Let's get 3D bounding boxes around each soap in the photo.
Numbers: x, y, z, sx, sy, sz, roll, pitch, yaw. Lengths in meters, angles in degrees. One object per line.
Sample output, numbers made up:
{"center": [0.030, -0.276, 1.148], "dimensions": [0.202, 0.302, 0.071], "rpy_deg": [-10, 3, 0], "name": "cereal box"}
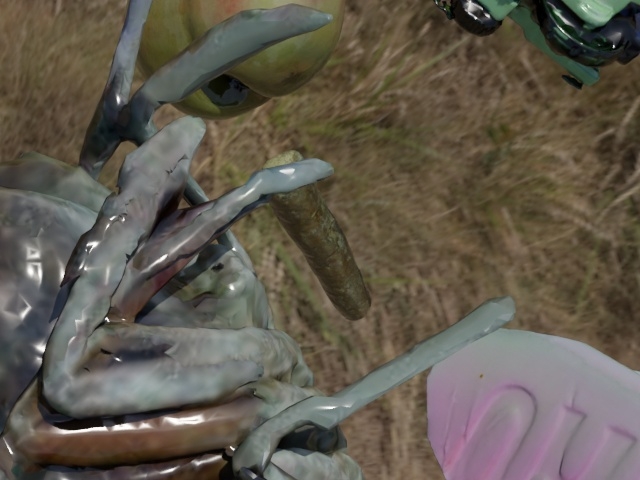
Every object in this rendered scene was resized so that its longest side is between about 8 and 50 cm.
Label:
{"center": [0.208, 0.189, 1.069], "dimensions": [0.109, 0.324, 0.193], "rpy_deg": [26, 95, -44], "name": "soap"}

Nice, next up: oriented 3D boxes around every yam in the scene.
{"center": [0.000, 0.000, 1.568], "dimensions": [0.061, 0.274, 0.061], "rpy_deg": [-11, 53, 15], "name": "yam"}

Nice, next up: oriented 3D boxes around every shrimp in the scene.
{"center": [-0.020, 0.081, 0.419], "dimensions": [0.166, 0.221, 0.410], "rpy_deg": [-31, 97, -18], "name": "shrimp"}

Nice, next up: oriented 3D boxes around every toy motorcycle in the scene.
{"center": [0.159, -0.282, 1.243], "dimensions": [0.331, 0.125, 0.196], "rpy_deg": [40, 46, -5], "name": "toy motorcycle"}

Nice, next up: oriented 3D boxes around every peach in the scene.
{"center": [-0.103, -0.294, 1.755], "dimensions": [0.247, 0.292, 0.292], "rpy_deg": [13, 76, -29], "name": "peach"}
